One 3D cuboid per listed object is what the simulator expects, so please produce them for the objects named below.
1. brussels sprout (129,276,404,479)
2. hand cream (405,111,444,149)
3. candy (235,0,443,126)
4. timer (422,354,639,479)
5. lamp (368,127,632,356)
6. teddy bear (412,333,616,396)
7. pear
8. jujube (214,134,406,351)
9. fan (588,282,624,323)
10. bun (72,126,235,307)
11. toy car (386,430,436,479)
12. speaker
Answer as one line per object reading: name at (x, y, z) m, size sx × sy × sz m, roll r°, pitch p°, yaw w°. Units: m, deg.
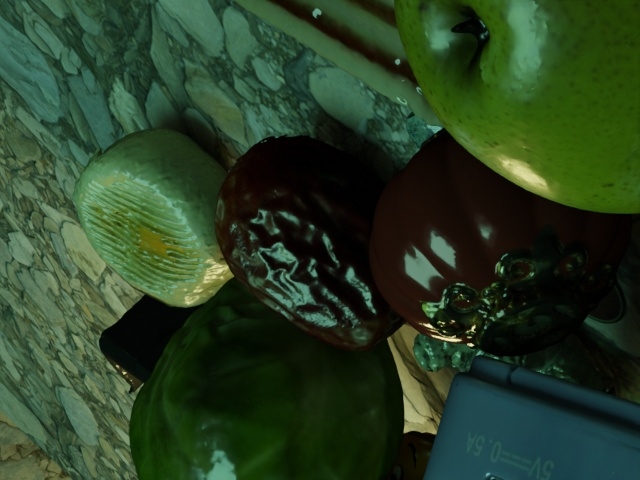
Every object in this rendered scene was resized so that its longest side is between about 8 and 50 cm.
brussels sprout at (-0.051, 0.185, 1.658) m, size 0.281 × 0.354 × 0.289 m, roll 31°, pitch 139°, yaw -26°
hand cream at (0.149, -0.059, 1.366) m, size 0.175 × 0.046 × 0.095 m, roll 49°, pitch 154°, yaw -10°
candy at (0.051, -0.233, 1.135) m, size 0.321 × 0.179 × 0.135 m, roll 35°, pitch 149°, yaw 30°
timer at (0.257, 0.220, 1.206) m, size 0.395 × 0.173 × 0.395 m, roll 16°, pitch 178°, yaw 1°
lamp at (0.151, -0.010, 1.233) m, size 0.227 × 0.227 × 0.227 m, roll 38°, pitch 152°, yaw 25°
teddy bear at (0.209, 0.112, 1.438) m, size 0.213 × 0.133 × 0.111 m, roll 23°, pitch 103°, yaw 13°
pear at (0.178, -0.160, 0.879) m, size 0.294 × 0.294 × 0.294 m, roll 38°, pitch 152°, yaw 25°
jujube at (0.000, 0.000, 1.522) m, size 0.243 × 0.183 × 0.183 m, roll 45°, pitch 154°, yaw 11°
fan at (0.241, 0.044, 1.391) m, size 0.133 × 0.005 × 0.085 m, roll 7°, pitch 131°, yaw 55°
bun at (-0.196, -0.039, 1.836) m, size 0.244 × 0.153 × 0.243 m, roll 18°, pitch 127°, yaw 26°
toy car at (0.171, 0.386, 1.743) m, size 0.341 × 0.240 × 0.271 m, roll 29°, pitch 161°, yaw -20°
speaker at (-0.145, 0.194, 2.042) m, size 0.388 × 0.180 × 0.184 m, roll 29°, pitch 154°, yaw 40°
